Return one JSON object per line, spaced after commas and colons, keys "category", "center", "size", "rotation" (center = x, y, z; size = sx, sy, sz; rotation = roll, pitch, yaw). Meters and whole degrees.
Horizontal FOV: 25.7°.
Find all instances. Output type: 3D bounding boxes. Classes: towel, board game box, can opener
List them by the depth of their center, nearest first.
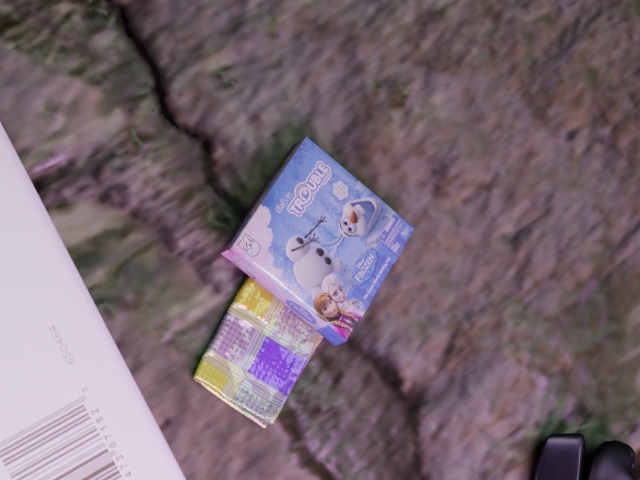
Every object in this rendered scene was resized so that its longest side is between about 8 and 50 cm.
{"category": "towel", "center": [-0.033, 0.061, 0.824], "size": [0.060, 0.009, 0.083], "rotation": [36, 71, -15]}
{"category": "board game box", "center": [0.000, 0.000, 0.834], "size": [0.090, 0.020, 0.090], "rotation": [39, 61, -13]}
{"category": "can opener", "center": [0.168, 0.214, 0.870], "size": [0.059, 0.073, 0.186], "rotation": [14, 78, -60]}

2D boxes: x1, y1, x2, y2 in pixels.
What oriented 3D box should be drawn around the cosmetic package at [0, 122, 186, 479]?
{"category": "cosmetic package", "center": [-0.213, -0.023, 0.613], "size": [0.097, 0.284, 0.377], "rotation": [-28, 94, -22]}
